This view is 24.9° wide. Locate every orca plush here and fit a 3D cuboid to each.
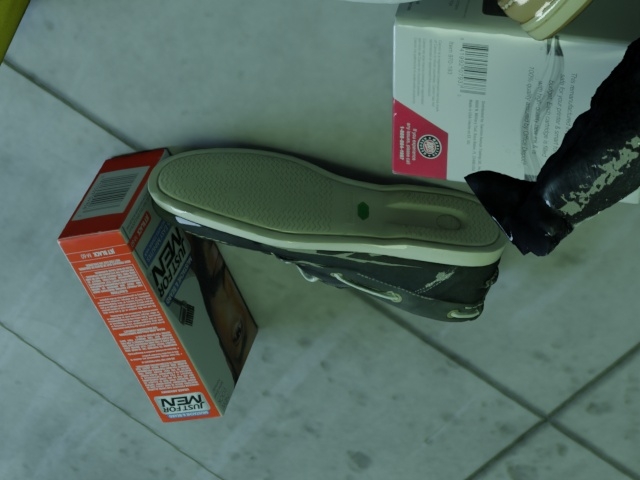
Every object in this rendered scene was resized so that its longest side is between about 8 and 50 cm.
[{"bbox_3d":[0.190,-0.113,0.721,0.287,0.151,0.102,-33,94,10],"label":"orca plush"}]

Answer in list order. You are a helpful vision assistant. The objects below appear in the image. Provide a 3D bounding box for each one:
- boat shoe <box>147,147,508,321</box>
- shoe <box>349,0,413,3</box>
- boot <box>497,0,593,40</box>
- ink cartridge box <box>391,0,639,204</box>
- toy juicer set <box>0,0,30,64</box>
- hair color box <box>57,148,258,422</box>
[{"bbox_3d":[0.000,0.000,0.935,0.233,0.084,0.079,13,133,1],"label":"boat shoe"},{"bbox_3d":[0.007,-0.181,0.796,0.178,0.063,0.081,3,134,20],"label":"shoe"},{"bbox_3d":[0.094,-0.241,0.698,0.203,0.095,0.262,24,129,-4],"label":"boot"},{"bbox_3d":[0.120,-0.089,0.837,0.150,0.063,0.109,8,130,10],"label":"ink cartridge box"},{"bbox_3d":[-0.293,-0.205,0.782,0.209,0.090,0.329,8,161,7],"label":"toy juicer set"},{"bbox_3d":[-0.107,0.033,0.991,0.053,0.093,0.167,-8,126,23],"label":"hair color box"}]
